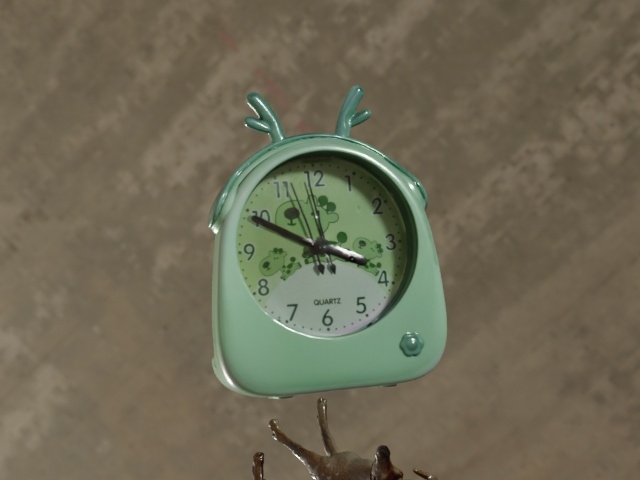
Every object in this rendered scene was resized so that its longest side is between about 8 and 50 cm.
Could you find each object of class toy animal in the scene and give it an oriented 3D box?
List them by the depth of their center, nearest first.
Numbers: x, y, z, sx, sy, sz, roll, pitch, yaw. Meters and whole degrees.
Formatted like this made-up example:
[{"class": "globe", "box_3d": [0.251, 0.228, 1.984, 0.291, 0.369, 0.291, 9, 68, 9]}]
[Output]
[{"class": "toy animal", "box_3d": [0.024, 0.292, 1.758, 0.087, 0.260, 0.243, 5, -59, -38]}]

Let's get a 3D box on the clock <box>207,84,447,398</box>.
[{"class": "clock", "box_3d": [0.000, 0.000, 1.074, 0.159, 0.211, 0.066, -3, -4, -14]}]
